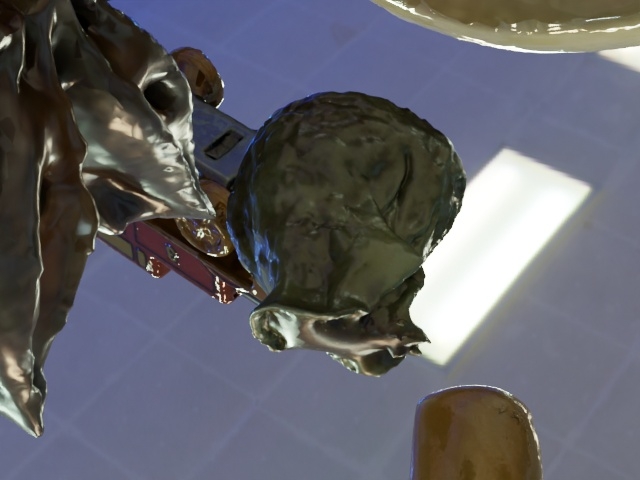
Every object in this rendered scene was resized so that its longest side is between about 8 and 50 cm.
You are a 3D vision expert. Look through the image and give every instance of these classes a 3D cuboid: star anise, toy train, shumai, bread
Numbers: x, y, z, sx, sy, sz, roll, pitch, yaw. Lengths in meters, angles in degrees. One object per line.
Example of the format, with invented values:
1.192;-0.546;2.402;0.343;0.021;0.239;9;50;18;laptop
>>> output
-0.136;-0.086;0.367;0.117;0.332;0.332;1;-137;34;star anise
-0.131;-0.053;1.188;0.369;0.232;0.163;32;-124;23;toy train
0.000;0.000;0.360;0.083;0.082;0.080;-1;-159;20;shumai
0.163;0.253;1.177;0.147;0.098;0.217;8;-116;-13;bread

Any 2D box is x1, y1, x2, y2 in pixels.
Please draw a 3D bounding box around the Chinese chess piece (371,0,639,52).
0.102;-0.244;0.449;0.338;0.338;0.140;19;-154;14;Chinese chess piece
